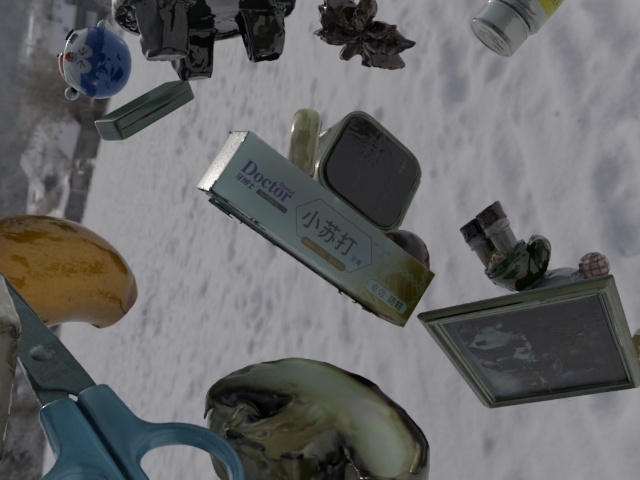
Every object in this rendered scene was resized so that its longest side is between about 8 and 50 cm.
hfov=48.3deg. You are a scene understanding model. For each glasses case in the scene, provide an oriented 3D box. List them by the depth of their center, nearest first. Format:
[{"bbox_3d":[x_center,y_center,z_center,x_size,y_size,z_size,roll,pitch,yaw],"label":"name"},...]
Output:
[{"bbox_3d":[-0.323,-0.243,1.323,0.077,0.184,0.039,6,126,43],"label":"glasses case"}]

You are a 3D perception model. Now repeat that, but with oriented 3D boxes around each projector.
[{"bbox_3d":[0.060,-0.130,1.732,0.249,0.248,0.248,-27,30,56],"label":"projector"}]

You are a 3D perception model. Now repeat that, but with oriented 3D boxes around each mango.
[{"bbox_3d":[-0.449,0.054,1.186,0.144,0.359,0.187,14,92,35],"label":"mango"}]

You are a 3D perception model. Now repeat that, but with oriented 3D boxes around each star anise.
[{"bbox_3d":[0.069,-0.342,1.182,0.195,0.182,0.065,97,-161,-65],"label":"star anise"}]

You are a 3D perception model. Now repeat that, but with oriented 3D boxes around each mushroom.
[{"bbox_3d":[-0.004,0.257,0.811,0.266,0.189,0.164,12,111,23],"label":"mushroom"}]

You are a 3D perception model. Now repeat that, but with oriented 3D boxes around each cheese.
[{"bbox_3d":[-0.351,0.211,0.727,0.085,0.034,0.400,48,128,38],"label":"cheese"},{"bbox_3d":[-0.039,-0.156,1.430,0.137,0.064,0.228,98,178,-62],"label":"cheese"}]

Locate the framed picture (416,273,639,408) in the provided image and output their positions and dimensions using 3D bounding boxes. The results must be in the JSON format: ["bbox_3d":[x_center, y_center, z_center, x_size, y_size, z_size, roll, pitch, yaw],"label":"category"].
[{"bbox_3d":[0.282,0.148,0.922,0.232,0.296,0.019,-15,50,23],"label":"framed picture"}]

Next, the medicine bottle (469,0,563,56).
[{"bbox_3d":[0.459,-0.544,1.579,0.258,0.143,0.143,-49,32,3],"label":"medicine bottle"}]

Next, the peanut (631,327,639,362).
[{"bbox_3d":[0.651,0.182,1.292,0.140,0.325,0.153,52,130,16],"label":"peanut"}]

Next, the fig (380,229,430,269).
[{"bbox_3d":[0.096,0.038,1.124,0.109,0.154,0.103,-50,-52,-61],"label":"fig"}]

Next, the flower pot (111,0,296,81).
[{"bbox_3d":[-0.174,-0.399,1.058,0.299,0.298,0.283,-4,91,65],"label":"flower pot"}]

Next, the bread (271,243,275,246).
[{"bbox_3d":[0.000,0.000,1.593,0.134,0.225,0.081,-49,-24,-50],"label":"bread"}]

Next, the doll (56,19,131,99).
[{"bbox_3d":[-0.544,-0.429,1.688,0.256,0.161,0.215,20,90,56],"label":"doll"}]

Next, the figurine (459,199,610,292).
[{"bbox_3d":[0.420,0.094,1.380,0.370,0.167,0.281,53,138,6],"label":"figurine"}]

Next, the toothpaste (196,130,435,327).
[{"bbox_3d":[0.000,-0.009,0.861,0.089,0.312,0.071,-57,26,-7],"label":"toothpaste"}]

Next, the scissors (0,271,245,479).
[{"bbox_3d":[-0.254,0.138,0.697,0.447,0.192,0.029,39,132,36],"label":"scissors"}]
